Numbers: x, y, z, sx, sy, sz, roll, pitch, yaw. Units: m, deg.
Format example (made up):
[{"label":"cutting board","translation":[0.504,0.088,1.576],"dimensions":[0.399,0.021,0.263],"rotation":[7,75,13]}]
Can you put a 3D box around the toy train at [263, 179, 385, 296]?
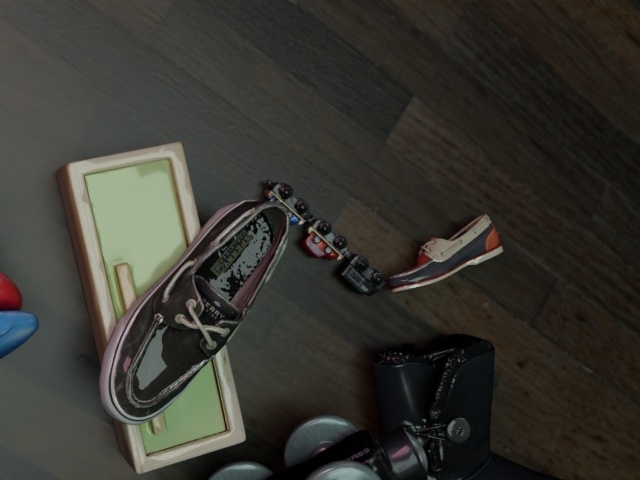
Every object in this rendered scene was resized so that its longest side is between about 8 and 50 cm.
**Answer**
[{"label":"toy train","translation":[0.000,0.000,0.965],"dimensions":[0.158,0.027,0.036],"rotation":[43,86,-16]}]

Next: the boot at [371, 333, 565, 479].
[{"label":"boot","translation":[0.169,0.200,0.990],"dimensions":[0.246,0.094,0.207],"rotation":[0,94,-15]}]

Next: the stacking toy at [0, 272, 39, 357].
[{"label":"stacking toy","translation":[-0.336,-0.041,0.788],"dimensions":[0.175,0.166,0.302],"rotation":[-2,76,-30]}]

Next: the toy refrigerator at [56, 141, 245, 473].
[{"label":"toy refrigerator","translation":[-0.150,0.056,0.870],"dimensions":[0.102,0.094,0.269],"rotation":[-13,95,-21]}]

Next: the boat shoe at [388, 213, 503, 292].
[{"label":"boat shoe","translation":[0.124,0.015,0.999],"dimensions":[0.137,0.049,0.043],"rotation":[-23,95,-22]}]

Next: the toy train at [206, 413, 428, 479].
[{"label":"toy train","translation":[-0.040,0.295,0.867],"dimensions":[0.334,0.142,0.190],"rotation":[-28,105,-3]}]

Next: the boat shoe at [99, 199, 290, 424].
[{"label":"boat shoe","translation":[-0.101,0.054,0.806],"dimensions":[0.078,0.070,0.219],"rotation":[39,71,-22]}]
